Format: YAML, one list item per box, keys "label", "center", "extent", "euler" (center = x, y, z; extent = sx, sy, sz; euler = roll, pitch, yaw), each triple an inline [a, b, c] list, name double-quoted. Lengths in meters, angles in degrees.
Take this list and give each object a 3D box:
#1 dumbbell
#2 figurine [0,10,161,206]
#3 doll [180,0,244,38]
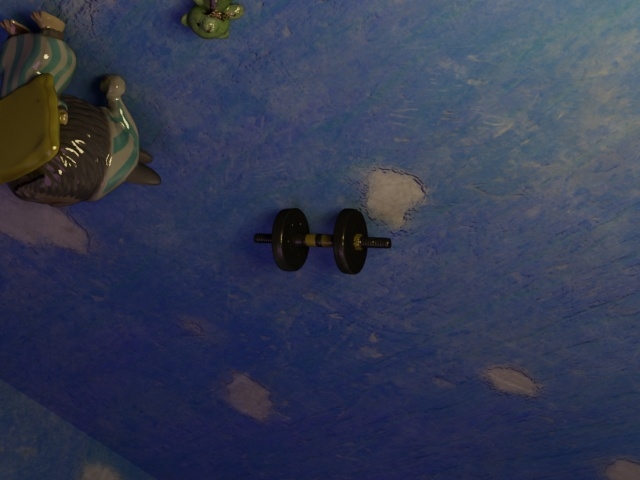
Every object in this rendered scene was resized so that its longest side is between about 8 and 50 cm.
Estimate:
- label: "dumbbell"
  center: [0.000, 0.000, 2.046]
  extent: [0.325, 0.143, 0.143]
  euler: [2, 137, 25]
- label: "figurine"
  center: [-0.514, -0.240, 1.997]
  extent: [0.266, 0.361, 0.377]
  euler: [-1, 169, 32]
- label: "doll"
  center: [-0.194, -0.428, 1.709]
  extent: [0.115, 0.077, 0.150]
  euler: [19, 131, -12]
